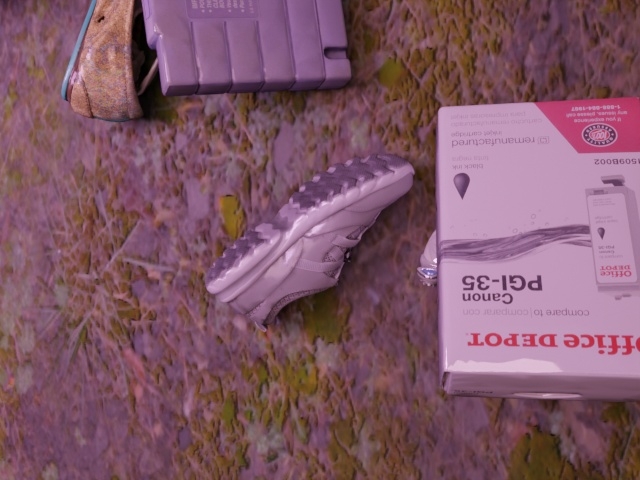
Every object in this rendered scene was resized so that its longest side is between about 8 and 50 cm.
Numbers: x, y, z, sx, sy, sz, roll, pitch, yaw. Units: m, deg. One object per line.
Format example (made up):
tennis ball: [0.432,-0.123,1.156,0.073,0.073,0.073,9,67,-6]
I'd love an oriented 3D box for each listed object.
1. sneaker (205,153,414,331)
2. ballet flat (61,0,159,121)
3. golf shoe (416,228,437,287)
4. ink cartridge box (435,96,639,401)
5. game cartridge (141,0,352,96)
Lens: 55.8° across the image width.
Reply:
sneaker: [0.000,0.000,0.737,0.281,0.105,0.115,-35,114,9]
ballet flat: [-0.228,-0.318,0.762,0.123,0.123,0.348,16,94,11]
golf shoe: [0.204,0.031,0.695,0.176,0.069,0.086,16,89,10]
ink cartridge box: [0.223,0.009,0.611,0.207,0.117,0.283,-1,68,10]
game cartridge: [-0.098,-0.349,0.699,0.230,0.068,0.355,-7,90,-15]
